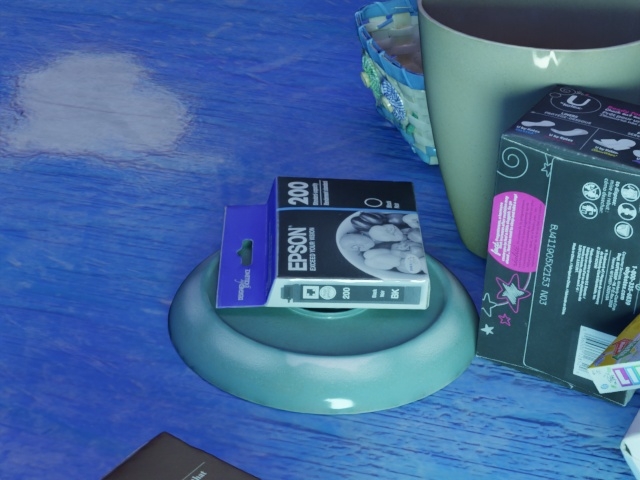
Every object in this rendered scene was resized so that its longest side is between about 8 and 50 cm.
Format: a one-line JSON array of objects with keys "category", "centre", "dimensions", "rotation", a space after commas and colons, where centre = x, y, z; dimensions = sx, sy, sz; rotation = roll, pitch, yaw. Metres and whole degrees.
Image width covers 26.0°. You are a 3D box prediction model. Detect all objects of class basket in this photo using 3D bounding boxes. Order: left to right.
[{"category": "basket", "centre": [0.155, -0.254, 1.702], "dimensions": [0.201, 0.289, 0.255], "rotation": [-8, 31, -18]}]

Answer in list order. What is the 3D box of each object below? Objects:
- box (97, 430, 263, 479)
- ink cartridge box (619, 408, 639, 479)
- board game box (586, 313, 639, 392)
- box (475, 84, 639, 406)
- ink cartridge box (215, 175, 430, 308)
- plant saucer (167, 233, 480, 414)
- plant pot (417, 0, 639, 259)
[{"category": "box", "centre": [-0.078, 0.267, 0.917], "dimensions": [0.203, 0.169, 0.167], "rotation": [20, 35, 28]}, {"category": "ink cartridge box", "centre": [0.454, 0.095, 1.159], "dimensions": [0.270, 0.151, 0.395], "rotation": [-20, 16, 38]}, {"category": "board game box", "centre": [0.309, 0.072, 1.178], "dimensions": [0.154, 0.026, 0.103], "rotation": [-38, 12, -37]}, {"category": "box", "centre": [0.257, 0.002, 1.314], "dimensions": [0.163, 0.247, 0.142], "rotation": [18, 35, 24]}, {"category": "ink cartridge box", "centre": [0.000, 0.000, 1.419], "dimensions": [0.208, 0.045, 0.206], "rotation": [0, 31, -2]}, {"category": "plant saucer", "centre": [0.005, 0.062, 1.398], "dimensions": [0.317, 0.044, 0.318], "rotation": [1, 31, -1]}, {"category": "plant pot", "centre": [0.223, -0.121, 1.492], "dimensions": [0.256, 0.274, 0.256], "rotation": [2, 29, -1]}]
